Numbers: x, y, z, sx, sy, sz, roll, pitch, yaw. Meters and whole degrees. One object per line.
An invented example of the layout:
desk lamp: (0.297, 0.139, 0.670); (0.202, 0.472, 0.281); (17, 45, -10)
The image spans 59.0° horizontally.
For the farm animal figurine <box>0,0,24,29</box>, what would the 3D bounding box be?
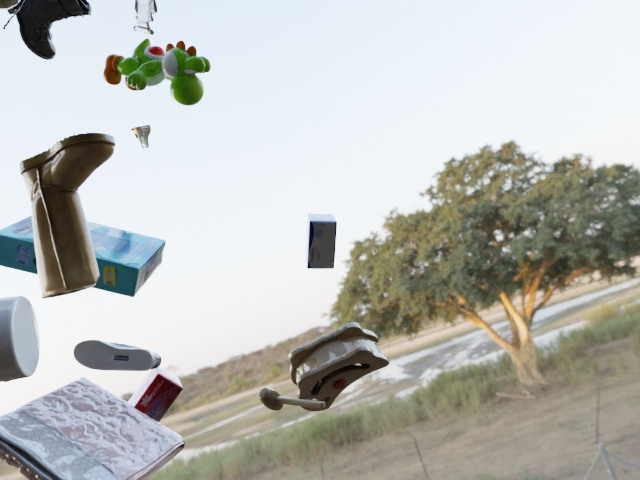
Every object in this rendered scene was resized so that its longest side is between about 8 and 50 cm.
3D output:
farm animal figurine: (-0.758, -0.598, 1.160); (0.172, 0.330, 0.327); (-30, -48, 23)

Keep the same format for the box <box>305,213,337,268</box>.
box: (0.000, 0.000, 1.478); (0.072, 0.126, 0.137); (2, 11, -3)

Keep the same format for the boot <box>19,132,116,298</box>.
boot: (-0.458, -0.045, 1.073); (0.236, 0.269, 0.089); (-17, -7, 28)

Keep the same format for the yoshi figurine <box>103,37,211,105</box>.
yoshi figurine: (-0.526, -0.528, 1.870); (0.363, 0.203, 0.203); (5, -36, 24)

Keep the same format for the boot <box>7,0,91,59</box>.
boot: (-0.791, -0.668, 1.690); (0.229, 0.091, 0.262); (-5, -39, 8)

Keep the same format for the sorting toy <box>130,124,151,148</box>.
sorting toy: (-0.595, -0.344, 1.888); (0.045, 0.075, 0.083); (-11, 14, 8)

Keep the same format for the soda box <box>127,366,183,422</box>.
soda box: (-0.480, 0.469, 1.500); (0.263, 0.083, 0.092); (-56, 20, -9)

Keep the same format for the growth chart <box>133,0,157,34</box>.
growth chart: (-0.490, -0.699, 1.594); (0.021, 0.172, 0.237); (-7, -60, -37)

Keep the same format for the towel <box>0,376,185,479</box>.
towel: (-0.522, 0.440, 1.265); (0.317, 0.332, 0.053); (-15, -51, -68)

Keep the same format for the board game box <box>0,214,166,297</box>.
board game box: (-0.587, 0.026, 1.408); (0.336, 0.079, 0.253); (14, 14, -4)

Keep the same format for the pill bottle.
pill bottle: (-0.618, 0.171, 0.863); (0.319, 0.176, 0.176); (-7, -11, -11)

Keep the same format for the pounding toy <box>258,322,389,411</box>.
pounding toy: (0.020, 0.306, 1.185); (0.270, 0.154, 0.154); (-26, -45, 2)

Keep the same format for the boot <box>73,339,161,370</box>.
boot: (-0.475, 0.277, 1.331); (0.190, 0.069, 0.086); (10, -15, 2)
